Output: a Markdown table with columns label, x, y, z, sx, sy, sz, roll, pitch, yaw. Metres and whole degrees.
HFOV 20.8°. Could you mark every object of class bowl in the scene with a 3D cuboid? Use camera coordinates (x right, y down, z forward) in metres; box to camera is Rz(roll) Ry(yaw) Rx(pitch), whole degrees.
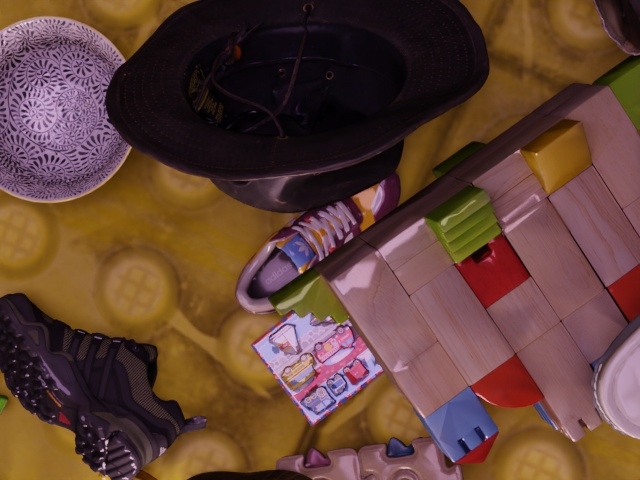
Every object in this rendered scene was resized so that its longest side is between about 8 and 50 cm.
| label | x | y | z | sx | sy | sz | roll | pitch | yaw |
| --- | --- | --- | --- | --- | --- | --- | --- | --- | --- |
| bowl | -0.241 | -0.118 | 1.609 | 0.170 | 0.080 | 0.170 | 0 | 90 | 7 |

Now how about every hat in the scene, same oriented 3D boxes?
| label | x | y | z | sx | sy | sz | roll | pitch | yaw |
| --- | --- | --- | --- | --- | --- | --- | --- | --- | --- |
| hat | -0.014 | -0.104 | 1.531 | 0.331 | 0.331 | 0.134 | -4 | 127 | 8 |

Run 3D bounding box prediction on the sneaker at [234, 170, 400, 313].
| label | x | y | z | sx | sy | sz | roll | pitch | yaw |
| --- | --- | --- | --- | --- | --- | --- | --- | --- | --- |
| sneaker | 0.000 | 0.000 | 1.575 | 0.069 | 0.084 | 0.185 | 44 | 96 | 5 |

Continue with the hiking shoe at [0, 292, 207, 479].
| label | x | y | z | sx | sy | sz | roll | pitch | yaw |
| --- | --- | --- | --- | --- | --- | --- | --- | --- | --- |
| hiking shoe | -0.210 | 0.124 | 1.613 | 0.227 | 0.114 | 0.086 | 44 | 138 | 24 |

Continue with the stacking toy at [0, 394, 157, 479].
| label | x | y | z | sx | sy | sz | roll | pitch | yaw |
| --- | --- | --- | --- | --- | --- | --- | --- | --- | --- |
| stacking toy | -0.283 | 0.247 | 1.635 | 0.221 | 0.052 | 0.167 | 28 | 92 | 8 |

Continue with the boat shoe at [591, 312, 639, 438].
| label | x | y | z | sx | sy | sz | roll | pitch | yaw |
| --- | --- | --- | --- | --- | --- | --- | --- | --- | --- |
| boat shoe | 0.351 | 0.043 | 1.441 | 0.319 | 0.099 | 0.116 | -40 | 90 | -5 |

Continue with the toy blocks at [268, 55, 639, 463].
| label | x | y | z | sx | sy | sz | roll | pitch | yaw |
| --- | --- | --- | --- | --- | --- | --- | --- | --- | --- |
| toy blocks | 0.187 | 0.052 | 1.516 | 0.381 | 0.191 | 0.261 | -35 | 101 | -4 |

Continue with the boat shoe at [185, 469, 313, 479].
| label | x | y | z | sx | sy | sz | roll | pitch | yaw |
| --- | --- | --- | --- | --- | --- | --- | --- | --- | --- |
| boat shoe | -0.063 | 0.239 | 1.581 | 0.153 | 0.056 | 0.048 | -5 | 102 | 34 |

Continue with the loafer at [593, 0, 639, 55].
| label | x | y | z | sx | sy | sz | roll | pitch | yaw |
| --- | --- | --- | --- | --- | --- | --- | --- | --- | --- |
| loafer | 0.243 | -0.253 | 1.408 | 0.102 | 0.268 | 0.092 | 7 | 56 | 44 |

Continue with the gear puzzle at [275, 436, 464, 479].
| label | x | y | z | sx | sy | sz | roll | pitch | yaw |
| --- | --- | --- | --- | --- | --- | --- | --- | --- | --- |
| gear puzzle | 0.069 | 0.349 | 1.589 | 0.175 | 0.044 | 0.339 | -10 | 88 | 15 |

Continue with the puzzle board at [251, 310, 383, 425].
| label | x | y | z | sx | sy | sz | roll | pitch | yaw |
| --- | --- | --- | --- | --- | --- | --- | --- | --- | --- |
| puzzle board | 0.013 | 0.096 | 1.611 | 0.128 | 0.011 | 0.096 | -38 | 86 | 6 |
